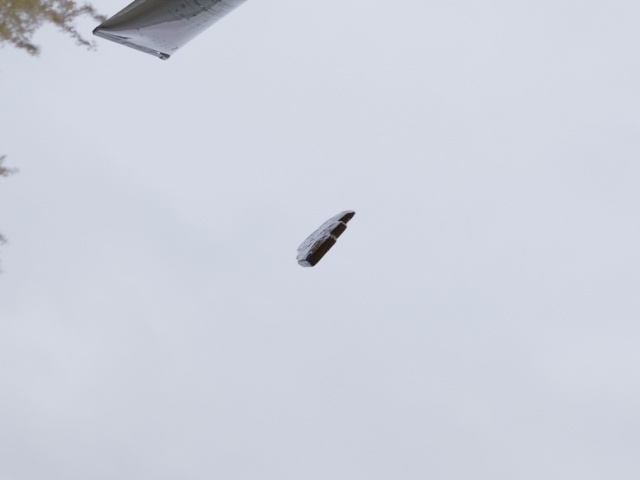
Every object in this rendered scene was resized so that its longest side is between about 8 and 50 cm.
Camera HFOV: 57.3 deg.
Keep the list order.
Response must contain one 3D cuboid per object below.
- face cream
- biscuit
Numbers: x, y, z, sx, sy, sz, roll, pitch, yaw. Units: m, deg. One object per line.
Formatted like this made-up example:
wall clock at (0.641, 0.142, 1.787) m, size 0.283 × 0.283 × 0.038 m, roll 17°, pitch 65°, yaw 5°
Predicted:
face cream at (-0.136, -0.244, 0.600) m, size 0.244 × 0.058 × 0.092 m, roll -12°, pitch -17°, yaw 43°
biscuit at (0.000, 0.000, 0.872) m, size 0.119 × 0.130 × 0.019 m, roll -38°, pitch -76°, yaw 25°
